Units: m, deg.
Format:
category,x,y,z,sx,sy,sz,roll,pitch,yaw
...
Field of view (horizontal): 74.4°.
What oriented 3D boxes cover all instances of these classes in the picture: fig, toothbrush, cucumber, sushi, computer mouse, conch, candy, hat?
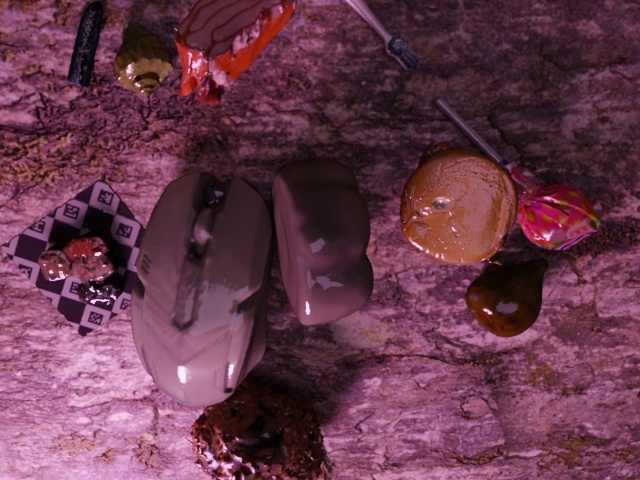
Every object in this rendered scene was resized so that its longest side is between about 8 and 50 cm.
category,x,y,z,sx,sy,sz,roll,pitch,yaw
fig,0.376,0.099,0.806,0.185,0.126,0.133,-39,92,10
toothbrush,0.015,-0.437,0.674,0.042,0.040,0.418,-43,100,8
cucumber,-0.372,-0.314,0.670,0.032,0.032,0.132,19,104,-10
sushi,-0.418,0.045,0.755,0.232,0.047,0.219,-33,106,4
computer mouse,-0.201,0.099,0.717,0.229,0.145,0.427,9,96,1
conch,-0.283,-0.288,0.677,0.089,0.074,0.121,-8,87,-30
candy,0.341,-0.126,0.763,0.365,0.124,0.124,42,98,-6
hat,-0.133,0.237,0.842,0.087,0.042,0.058,2,107,-41

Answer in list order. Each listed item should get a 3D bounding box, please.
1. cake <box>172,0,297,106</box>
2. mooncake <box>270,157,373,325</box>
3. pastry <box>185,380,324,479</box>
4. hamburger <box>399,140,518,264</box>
category,x,y,z,sx,sy,sz,roll,pitch,yaw
cake,-0.131,-0.336,0.651,0.098,0.135,0.287,36,90,1
mooncake,0.000,0.000,0.674,0.135,0.275,0.274,-8,106,-9
pastry,-0.122,0.409,0.806,0.275,0.193,0.274,-2,106,-7
hamburger,0.239,-0.065,0.734,0.190,0.122,0.214,2,106,17
